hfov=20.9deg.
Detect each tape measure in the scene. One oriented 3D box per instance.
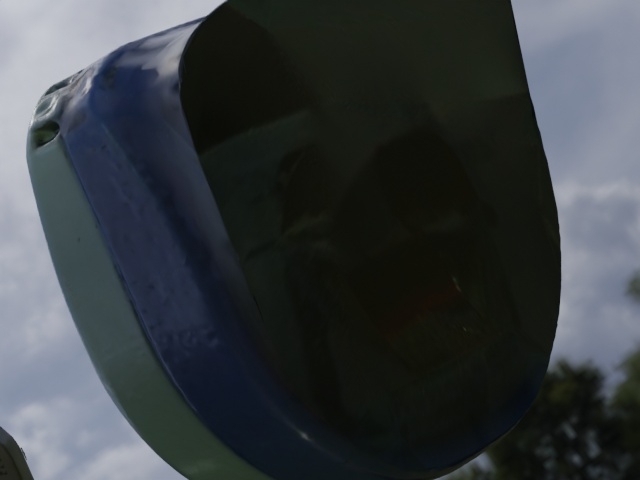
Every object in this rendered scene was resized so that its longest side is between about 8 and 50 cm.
[{"bbox_3d":[-0.002,-0.002,0.865,0.138,0.262,0.259,-12,8,43],"label":"tape measure"}]

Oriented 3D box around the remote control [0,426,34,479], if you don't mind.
[{"bbox_3d":[-0.270,0.260,1.530,0.077,0.245,0.022,-10,28,15],"label":"remote control"}]
